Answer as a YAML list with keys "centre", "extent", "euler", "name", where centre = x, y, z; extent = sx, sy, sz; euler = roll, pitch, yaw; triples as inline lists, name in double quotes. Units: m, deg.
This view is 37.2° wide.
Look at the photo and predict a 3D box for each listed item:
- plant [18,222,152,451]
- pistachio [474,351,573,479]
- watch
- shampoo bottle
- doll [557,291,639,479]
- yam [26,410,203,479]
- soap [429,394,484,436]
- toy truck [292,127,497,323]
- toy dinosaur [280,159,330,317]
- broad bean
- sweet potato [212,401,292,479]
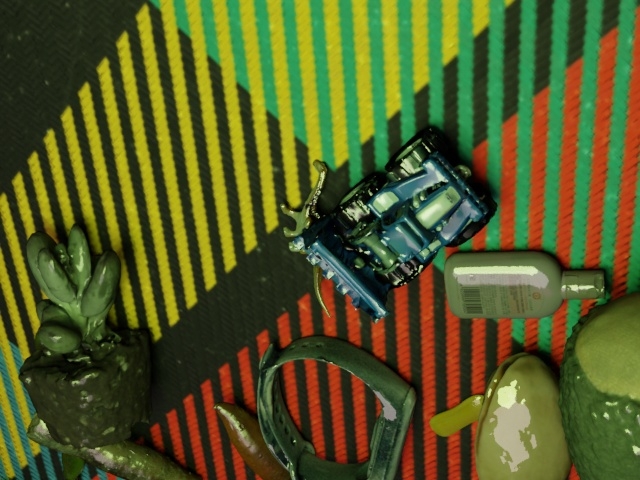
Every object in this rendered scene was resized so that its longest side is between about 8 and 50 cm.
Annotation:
- centre: [-0.293, 0.117, 1.157]
  extent: [0.146, 0.149, 0.275]
  euler: [5, 118, 15]
  name: "plant"
- centre: [0.225, 0.209, 1.061]
  extent: [0.126, 0.108, 0.186]
  euler: [-7, 108, -21]
  name: "pistachio"
- centre: [0.012, 0.217, 1.167]
  extent: [0.192, 0.068, 0.206]
  euler: [17, 120, 12]
  name: "watch"
- centre: [0.217, 0.047, 1.011]
  extent: [0.165, 0.040, 0.080]
  euler: [-2, 118, 19]
  name: "shampoo bottle"
- centre: [0.368, 0.205, 0.950]
  extent: [0.247, 0.247, 0.350]
  euler: [-5, 115, 21]
  name: "doll"
- centre: [-0.270, 0.291, 1.280]
  extent: [0.252, 0.061, 0.061]
  euler: [32, 125, -17]
  name: "yam"
- centre: [0.168, 0.210, 1.140]
  extent: [0.034, 0.012, 0.089]
  euler: [46, 123, -11]
  name: "soap"
- centre: [0.069, -0.004, 0.971]
  extent: [0.113, 0.126, 0.208]
  euler: [45, 118, -9]
  name: "toy truck"
- centre: [-0.015, -0.002, 1.060]
  extent: [0.058, 0.037, 0.180]
  euler: [5, 120, 21]
  name: "toy dinosaur"
- centre: [-0.348, 0.240, 1.311]
  extent: [0.060, 0.043, 0.298]
  euler: [13, 124, 21]
  name: "broad bean"
- centre: [-0.051, 0.299, 1.244]
  extent: [0.057, 0.057, 0.264]
  euler: [-28, 115, 30]
  name: "sweet potato"
